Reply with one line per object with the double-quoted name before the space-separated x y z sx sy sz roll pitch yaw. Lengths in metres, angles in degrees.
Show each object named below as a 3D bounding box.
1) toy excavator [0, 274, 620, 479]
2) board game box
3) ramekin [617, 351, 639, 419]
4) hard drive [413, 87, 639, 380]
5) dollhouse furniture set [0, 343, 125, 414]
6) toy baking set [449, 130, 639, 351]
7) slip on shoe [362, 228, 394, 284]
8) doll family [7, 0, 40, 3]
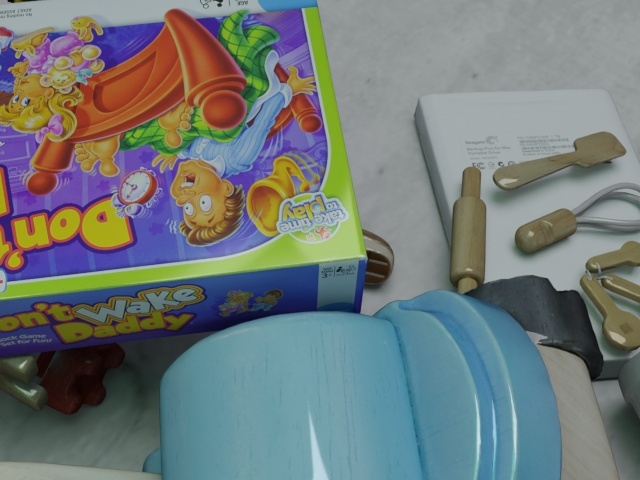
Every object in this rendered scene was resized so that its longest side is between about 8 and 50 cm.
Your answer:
"toy excavator" -0.081 0.166 0.690 0.445 0.433 0.222 18 48 -31
"board game box" -0.159 -0.049 0.715 0.347 0.078 0.233 -7 60 -6
"ramekin" 0.345 0.121 0.827 0.207 0.207 0.109 -9 65 -15
"hard drive" 0.217 -0.014 1.000 0.203 0.040 0.307 -3 55 -11
"dollhouse furniture set" -0.166 -0.034 0.868 0.152 0.201 0.374 29 62 12
"toy baking set" 0.207 0.001 0.948 0.197 0.030 0.256 8 54 -7
"slip on shoe" 0.000 0.000 0.954 0.135 0.051 0.041 13 31 2
"doll family" -0.253 -0.246 1.081 0.111 0.076 0.193 26 50 15
